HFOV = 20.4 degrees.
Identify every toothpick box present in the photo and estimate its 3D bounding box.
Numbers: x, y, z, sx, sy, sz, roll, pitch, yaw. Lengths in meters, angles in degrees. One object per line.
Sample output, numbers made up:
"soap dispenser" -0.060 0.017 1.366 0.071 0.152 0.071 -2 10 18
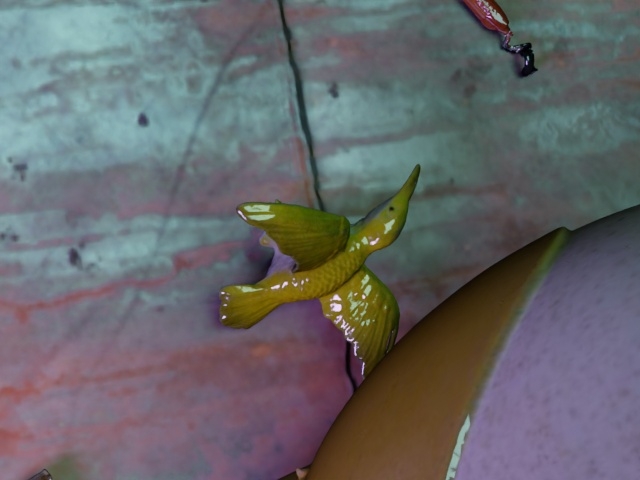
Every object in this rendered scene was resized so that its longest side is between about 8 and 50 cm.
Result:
"toothpick box" 0.191 0.197 1.069 0.409 0.425 0.409 36 35 -31

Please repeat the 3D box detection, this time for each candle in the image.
"candle" 0.109 -0.190 1.322 0.167 0.021 0.026 47 68 -8

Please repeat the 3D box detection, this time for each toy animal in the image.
"toy animal" 0.000 0.000 1.197 0.155 0.095 0.219 -59 142 -20

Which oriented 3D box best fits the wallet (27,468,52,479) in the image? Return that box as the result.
"wallet" -0.224 0.228 1.108 0.176 0.026 0.095 -30 95 -23
